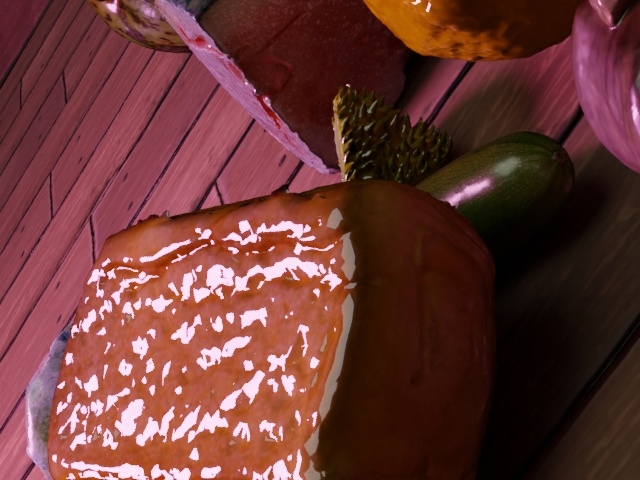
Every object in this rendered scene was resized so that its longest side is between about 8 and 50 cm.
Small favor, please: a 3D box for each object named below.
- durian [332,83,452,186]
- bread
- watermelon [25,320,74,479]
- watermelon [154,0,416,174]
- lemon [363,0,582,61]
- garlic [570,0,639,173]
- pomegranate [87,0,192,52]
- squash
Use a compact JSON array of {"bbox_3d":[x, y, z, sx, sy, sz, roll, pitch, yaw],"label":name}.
[{"bbox_3d":[0.031,-0.052,1.028,0.100,0.086,0.215,-58,4,5],"label":"durian"},{"bbox_3d":[-0.037,0.142,0.847,0.337,0.148,0.328,-14,63,54],"label":"bread"},{"bbox_3d":[-0.270,0.156,1.510,0.139,0.071,0.187,-35,33,58],"label":"watermelon"},{"bbox_3d":[0.011,-0.161,1.194,0.261,0.201,0.213,-21,14,-14],"label":"watermelon"},{"bbox_3d":[0.105,-0.223,0.926,0.204,0.204,0.260,-36,30,49],"label":"lemon"},{"bbox_3d":[0.202,-0.124,0.631,0.245,0.160,0.245,-48,16,19],"label":"garlic"},{"bbox_3d":[-0.119,-0.367,1.582,0.341,0.285,0.285,-45,14,-24],"label":"pomegranate"},{"bbox_3d":[0.070,-0.003,0.911,0.252,0.066,0.066,-36,33,51],"label":"squash"}]
